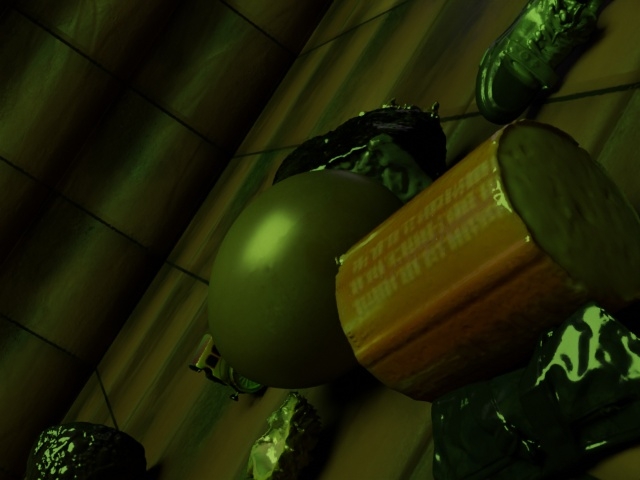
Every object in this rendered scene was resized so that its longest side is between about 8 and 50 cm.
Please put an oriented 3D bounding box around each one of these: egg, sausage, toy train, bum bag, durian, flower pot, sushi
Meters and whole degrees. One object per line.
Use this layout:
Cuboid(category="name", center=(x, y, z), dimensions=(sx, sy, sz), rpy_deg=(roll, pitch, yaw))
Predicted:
Cuboid(category="egg", center=(-0.016, 0.062, 1.333), dimensions=(0.374, 0.301, 0.301), rpy_deg=(-45, 19, 9))
Cuboid(category="sausage", center=(0.188, 0.030, 0.979), dimensions=(0.287, 0.233, 0.233), rpy_deg=(-39, 24, 43))
Cuboid(category="toy train", center=(-0.136, 0.167, 1.721), dimensions=(0.296, 0.160, 0.100), rpy_deg=(-62, 11, -18))
Cuboid(category="bum bag", center=(0.213, 0.175, 0.864), dimensions=(0.310, 0.074, 0.137), rpy_deg=(-42, 57, 37))
Cuboid(category="durian", center=(-0.057, 0.335, 1.349), dimensions=(0.224, 0.078, 0.140), rpy_deg=(128, 154, -48))
Cuboid(category="flower pot", center=(-0.527, 0.578, 1.891), dimensions=(0.266, 0.266, 0.267), rpy_deg=(-42, 33, 37))
Cuboid(category="sushi", center=(0.071, -0.090, 1.526), dimensions=(0.348, 0.234, 0.207), rpy_deg=(-19, 30, 26))

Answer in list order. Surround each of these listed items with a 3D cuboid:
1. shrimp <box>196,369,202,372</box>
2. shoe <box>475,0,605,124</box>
Cuboid(category="shrimp", center=(-0.179, 0.210, 1.923), dimensions=(0.262, 0.066, 0.117), rpy_deg=(-47, -2, -20))
Cuboid(category="shoe", center=(0.355, -0.319, 1.354), dimensions=(0.293, 0.109, 0.149), rpy_deg=(-57, 11, -19))
